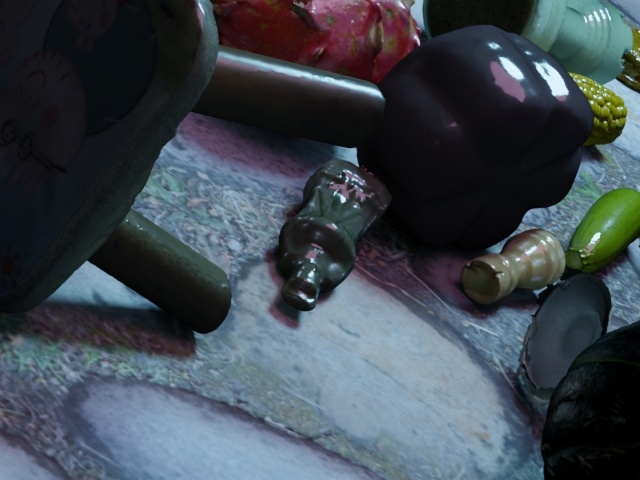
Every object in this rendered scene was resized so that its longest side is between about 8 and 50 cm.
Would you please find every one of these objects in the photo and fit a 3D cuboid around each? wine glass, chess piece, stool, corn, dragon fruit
[{"bbox_3d":[0.353,0.145,1.670,0.321,0.143,0.143,22,30,-23],"label":"wine glass"},{"bbox_3d":[0.196,0.029,1.769,0.066,0.066,0.122,46,36,22],"label":"chess piece"},{"bbox_3d":[-0.155,-0.111,1.392,0.226,0.310,0.310,18,31,-43],"label":"stool"},{"bbox_3d":[0.275,-0.168,2.115,0.310,0.101,0.101,4,40,-42],"label":"corn"},{"bbox_3d":[0.291,-0.285,2.247,0.299,0.194,0.194,10,35,-51],"label":"chess piece"},{"bbox_3d":[-0.024,-0.213,1.779,0.268,0.205,0.210,18,69,-22],"label":"dragon fruit"}]

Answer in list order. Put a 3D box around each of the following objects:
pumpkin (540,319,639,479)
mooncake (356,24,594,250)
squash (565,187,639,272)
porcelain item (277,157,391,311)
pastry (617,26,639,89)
[{"bbox_3d":[0.312,0.187,1.458,0.250,0.216,0.249,3,83,-31],"label":"pumpkin"},{"bbox_3d":[0.159,-0.101,1.758,0.245,0.245,0.133,4,42,-43],"label":"mooncake"},{"bbox_3d":[0.328,-0.009,1.962,0.066,0.066,0.201,39,35,11],"label":"squash"},{"bbox_3d":[0.000,0.000,1.616,0.081,0.069,0.215,36,33,-4],"label":"porcelain item"},{"bbox_3d":[0.466,-0.266,2.509,0.109,0.057,0.097,35,30,6],"label":"pastry"}]
